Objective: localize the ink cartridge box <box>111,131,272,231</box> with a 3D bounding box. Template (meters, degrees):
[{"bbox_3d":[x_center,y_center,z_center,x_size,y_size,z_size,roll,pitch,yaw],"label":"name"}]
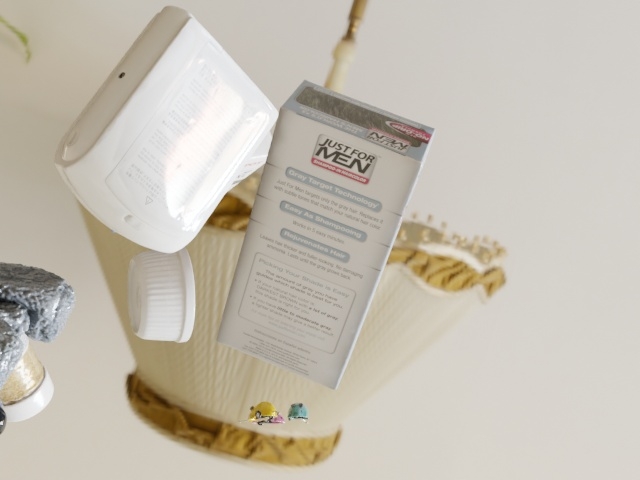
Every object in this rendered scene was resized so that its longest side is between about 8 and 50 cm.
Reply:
[{"bbox_3d":[-0.341,-0.187,2.316,0.285,0.166,0.395,-15,168,-44],"label":"ink cartridge box"}]

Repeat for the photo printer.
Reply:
[{"bbox_3d":[-0.229,-0.149,1.389,0.107,0.308,0.256,22,164,45],"label":"photo printer"}]

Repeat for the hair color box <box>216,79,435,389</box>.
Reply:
[{"bbox_3d":[0.000,0.000,1.242,0.185,0.375,0.114,22,-148,5],"label":"hair color box"}]

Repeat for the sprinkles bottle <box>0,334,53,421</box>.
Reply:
[{"bbox_3d":[-0.597,0.167,1.683,0.121,0.355,0.121,-8,-143,6],"label":"sprinkles bottle"}]

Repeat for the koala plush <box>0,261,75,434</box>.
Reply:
[{"bbox_3d":[-0.385,0.139,0.949,0.203,0.221,0.196,16,-160,3],"label":"koala plush"}]

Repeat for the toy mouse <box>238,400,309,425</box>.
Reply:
[{"bbox_3d":[-0.073,0.314,1.699,0.143,0.031,0.161,13,155,-41],"label":"toy mouse"}]

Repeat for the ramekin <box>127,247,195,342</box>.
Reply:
[{"bbox_3d":[-0.343,0.115,1.985,0.109,0.207,0.207,-1,-170,-22],"label":"ramekin"}]
